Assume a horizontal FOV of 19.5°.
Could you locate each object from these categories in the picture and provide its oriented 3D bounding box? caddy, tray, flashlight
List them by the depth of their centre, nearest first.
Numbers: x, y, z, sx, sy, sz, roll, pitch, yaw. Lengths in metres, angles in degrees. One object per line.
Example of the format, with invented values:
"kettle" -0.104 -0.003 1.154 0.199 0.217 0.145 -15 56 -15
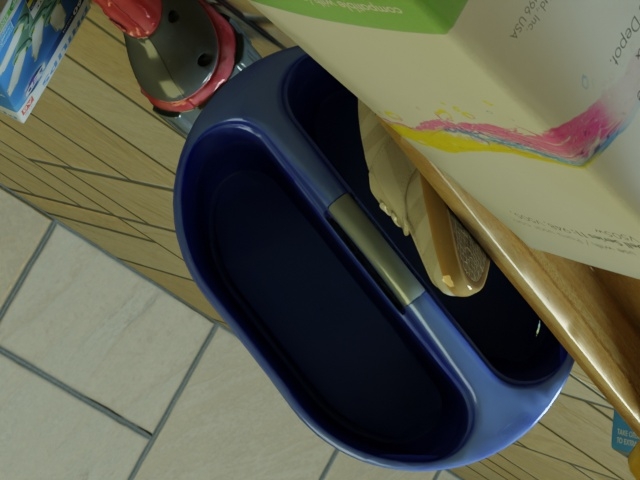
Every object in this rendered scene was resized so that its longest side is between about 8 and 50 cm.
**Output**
"tray" 0.226 0.007 1.193 0.203 0.076 0.411 -1 147 36
"caddy" 0.044 0.012 1.407 0.341 0.241 0.179 51 179 5
"flashlight" -0.158 -0.190 1.451 0.103 0.103 0.304 23 169 38

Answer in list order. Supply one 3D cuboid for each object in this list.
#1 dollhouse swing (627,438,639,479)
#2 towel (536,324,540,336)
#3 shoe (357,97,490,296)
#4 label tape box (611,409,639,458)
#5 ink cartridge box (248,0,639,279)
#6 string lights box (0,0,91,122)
"dollhouse swing" 0.370 0.032 0.682 0.305 0.347 0.315 -15 -128 -38
"towel" 0.071 -0.017 1.746 0.374 0.090 0.320 31 173 -10
"shoe" 0.064 -0.055 1.238 0.058 0.219 0.076 -25 148 25
"label tape box" 0.411 0.202 1.829 0.334 0.106 0.240 33 169 -23
"ink cartridge box" 0.115 -0.117 0.749 0.119 0.207 0.353 16 164 46
"string lights box" -0.274 -0.204 1.610 0.077 0.133 0.259 28 171 4
